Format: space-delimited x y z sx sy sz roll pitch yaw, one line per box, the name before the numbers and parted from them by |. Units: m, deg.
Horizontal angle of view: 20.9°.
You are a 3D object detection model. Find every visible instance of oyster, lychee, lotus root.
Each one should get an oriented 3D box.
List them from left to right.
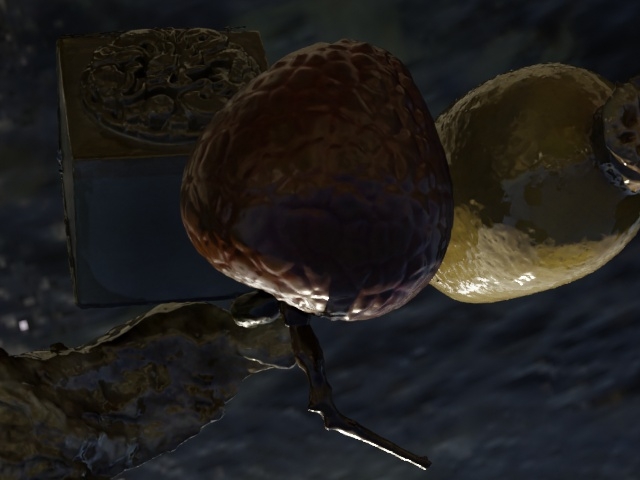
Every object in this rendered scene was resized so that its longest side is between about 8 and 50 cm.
oyster | -0.217 0.110 1.139 0.396 0.111 0.204 -13 -175 -30
lychee | 0.001 -0.006 0.648 0.114 0.140 0.101 12 160 10
lotus root | 0.132 -0.035 1.179 0.131 0.146 0.303 -19 175 -26

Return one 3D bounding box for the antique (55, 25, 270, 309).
antique | -0.100 -0.058 1.153 0.147 0.152 0.148 -5 130 -10
